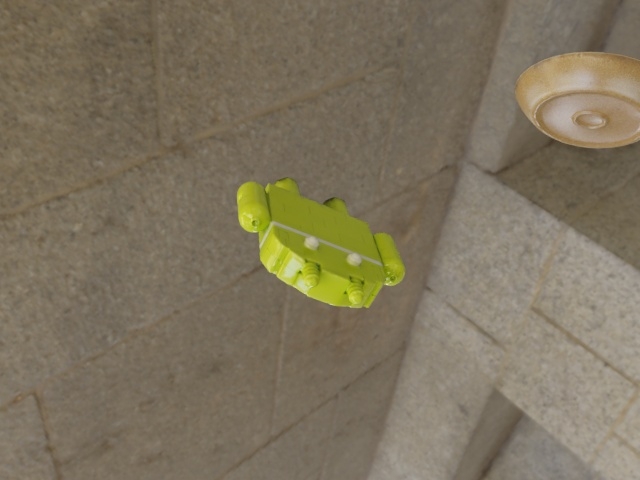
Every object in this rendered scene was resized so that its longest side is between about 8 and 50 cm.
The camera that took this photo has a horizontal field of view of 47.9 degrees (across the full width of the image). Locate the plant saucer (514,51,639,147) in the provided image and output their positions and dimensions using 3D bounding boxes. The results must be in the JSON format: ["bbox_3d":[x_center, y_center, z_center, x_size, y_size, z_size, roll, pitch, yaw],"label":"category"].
[{"bbox_3d":[0.145,-0.070,0.384,0.083,0.083,0.015,48,54,-60],"label":"plant saucer"}]

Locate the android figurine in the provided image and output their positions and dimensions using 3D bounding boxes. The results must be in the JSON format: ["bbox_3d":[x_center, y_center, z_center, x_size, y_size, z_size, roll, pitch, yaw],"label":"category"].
[{"bbox_3d":[0.000,0.000,0.980,0.248,0.273,0.056,22,113,-16],"label":"android figurine"}]
